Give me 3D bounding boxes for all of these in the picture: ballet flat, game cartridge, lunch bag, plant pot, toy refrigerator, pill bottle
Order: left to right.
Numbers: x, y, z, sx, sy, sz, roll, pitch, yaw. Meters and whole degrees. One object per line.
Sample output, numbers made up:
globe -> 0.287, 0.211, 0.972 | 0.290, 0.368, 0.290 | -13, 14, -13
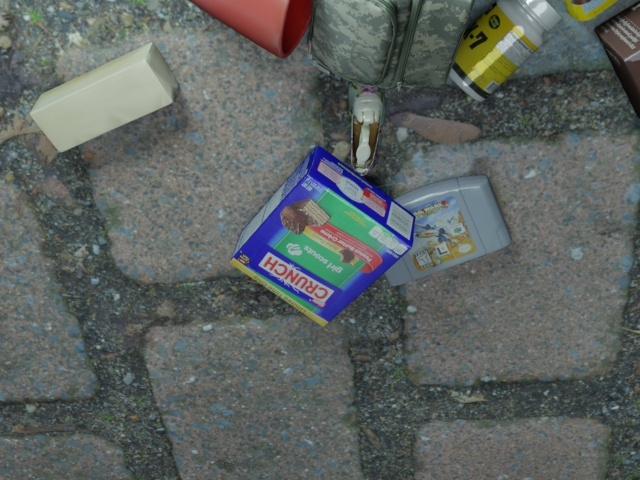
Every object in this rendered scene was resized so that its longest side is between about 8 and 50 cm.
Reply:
toy refrigerator -> -0.428, -0.285, 1.477 | 0.269, 0.094, 0.102 | -21, 126, 15
plant pot -> -0.122, -0.483, 1.253 | 0.243, 0.275, 0.275 | 24, 121, 4
ballet flat -> 0.092, -0.229, 1.496 | 0.077, 0.079, 0.221 | 2, 122, 2
lunch bag -> 0.109, -0.401, 1.259 | 0.256, 0.213, 0.305 | 4, 161, -2
game cartridge -> 0.250, -0.026, 1.634 | 0.297, 0.062, 0.198 | -21, 123, 15
pill bottle -> 0.335, -0.370, 1.375 | 0.119, 0.119, 0.208 | 37, 116, -19

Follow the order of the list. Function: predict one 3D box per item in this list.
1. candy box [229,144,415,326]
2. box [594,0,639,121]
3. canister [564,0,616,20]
candy box -> 0.000, 0.000, 1.580 | 0.268, 0.122, 0.317 | 34, 129, -13
box -> 0.677, -0.253, 1.393 | 0.143, 0.191, 0.381 | -28, 116, 18
canister -> 0.472, -0.480, 1.285 | 0.126, 0.073, 0.170 | -37, 142, 6
